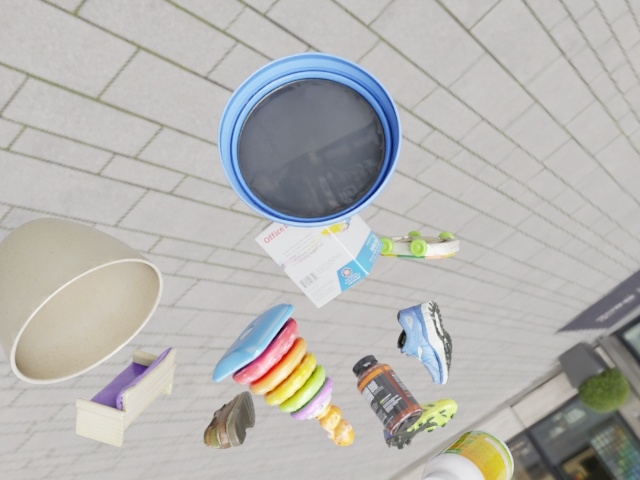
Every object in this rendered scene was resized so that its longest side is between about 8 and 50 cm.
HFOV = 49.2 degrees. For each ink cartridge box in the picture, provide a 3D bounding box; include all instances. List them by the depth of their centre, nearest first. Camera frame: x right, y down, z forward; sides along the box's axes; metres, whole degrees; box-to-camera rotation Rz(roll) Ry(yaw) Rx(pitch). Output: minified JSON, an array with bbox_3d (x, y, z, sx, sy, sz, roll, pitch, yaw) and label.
[{"bbox_3d":[0.000,0.000,1.668,0.171,0.232,0.168,-36,-170,31],"label":"ink cartridge box"}]

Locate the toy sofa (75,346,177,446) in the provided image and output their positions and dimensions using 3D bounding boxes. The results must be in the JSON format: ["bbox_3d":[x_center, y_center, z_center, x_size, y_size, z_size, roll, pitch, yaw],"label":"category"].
[{"bbox_3d":[-0.581,0.445,2.121,0.362,0.150,0.177,-48,150,-69],"label":"toy sofa"}]

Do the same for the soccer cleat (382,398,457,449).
[{"bbox_3d":[0.292,0.532,2.120,0.093,0.121,0.289,23,132,-31],"label":"soccer cleat"}]

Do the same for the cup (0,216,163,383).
[{"bbox_3d":[-0.524,0.089,1.416,0.331,0.237,0.331,-37,155,-21],"label":"cup"}]

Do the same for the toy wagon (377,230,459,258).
[{"bbox_3d":[0.289,0.012,2.369,0.344,0.068,0.267,2,-173,31],"label":"toy wagon"}]

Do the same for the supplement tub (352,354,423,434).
[{"bbox_3d":[0.163,0.384,1.766,0.106,0.198,0.106,-26,147,-19],"label":"supplement tub"}]

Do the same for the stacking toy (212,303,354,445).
[{"bbox_3d":[-0.039,0.283,1.349,0.175,0.302,0.166,-39,-172,42],"label":"stacking toy"}]

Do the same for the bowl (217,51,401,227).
[{"bbox_3d":[-0.023,-0.212,1.507,0.391,0.391,0.077,-29,166,-3],"label":"bowl"}]

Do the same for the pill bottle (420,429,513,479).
[{"bbox_3d":[0.288,0.484,1.414,0.136,0.136,0.246,-46,160,28],"label":"pill bottle"}]

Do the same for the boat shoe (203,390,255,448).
[{"bbox_3d":[-0.262,0.513,2.016,0.105,0.110,0.307,-15,179,6],"label":"boat shoe"}]

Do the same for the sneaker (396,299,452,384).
[{"bbox_3d":[0.324,0.322,2.190,0.147,0.129,0.330,-8,124,24],"label":"sneaker"}]
